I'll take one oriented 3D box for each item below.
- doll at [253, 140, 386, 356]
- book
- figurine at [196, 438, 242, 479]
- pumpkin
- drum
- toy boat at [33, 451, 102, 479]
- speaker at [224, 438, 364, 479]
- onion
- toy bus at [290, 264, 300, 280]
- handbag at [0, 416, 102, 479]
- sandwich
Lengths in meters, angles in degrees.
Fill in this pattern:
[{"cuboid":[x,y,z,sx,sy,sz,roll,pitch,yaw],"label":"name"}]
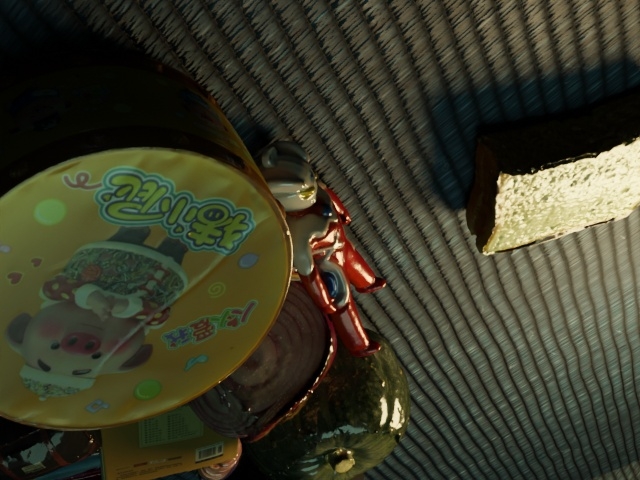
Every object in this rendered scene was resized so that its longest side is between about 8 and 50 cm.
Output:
[{"cuboid":[0.000,0.000,1.546,0.099,0.188,0.384,-14,137,22],"label":"doll"},{"cuboid":[-0.270,0.304,1.942,0.269,0.032,0.389,-9,136,-18],"label":"book"},{"cuboid":[-0.219,0.414,2.148,0.126,0.114,0.157,-54,148,-19],"label":"figurine"},{"cuboid":[0.009,0.303,1.959,0.291,0.257,0.327,0,140,-21],"label":"pumpkin"},{"cuboid":[-0.253,0.006,1.260,0.431,0.214,0.431,-14,131,-16],"label":"drum"},{"cuboid":[-0.547,0.463,2.086,0.392,0.079,0.136,-11,147,-19],"label":"toy boat"},{"cuboid":[-0.077,0.484,2.273,0.232,0.184,0.254,-33,146,27],"label":"speaker"},{"cuboid":[-0.106,0.185,1.740,0.256,0.272,0.230,-14,165,-13],"label":"onion"},{"cuboid":[-0.085,0.019,1.622,0.174,0.079,0.077,4,152,-34],"label":"toy bus"},{"cuboid":[-0.485,0.321,1.801,0.215,0.155,0.169,-21,153,0],"label":"handbag"},{"cuboid":[0.378,-0.098,1.672,0.301,0.099,0.271,-17,154,-10],"label":"sandwich"}]
